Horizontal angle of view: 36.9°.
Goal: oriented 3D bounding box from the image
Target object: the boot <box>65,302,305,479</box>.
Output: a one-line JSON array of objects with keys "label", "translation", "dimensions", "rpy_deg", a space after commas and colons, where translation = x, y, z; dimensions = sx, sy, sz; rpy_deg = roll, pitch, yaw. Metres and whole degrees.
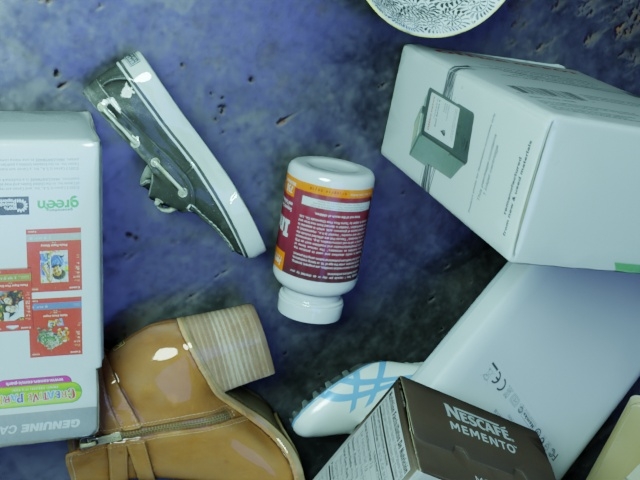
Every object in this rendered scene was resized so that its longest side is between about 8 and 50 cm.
[{"label": "boot", "translation": [-0.137, 0.214, 0.954], "dimensions": [0.220, 0.109, 0.284], "rpy_deg": [-18, 115, -10]}]

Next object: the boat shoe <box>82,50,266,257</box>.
[{"label": "boat shoe", "translation": [-0.131, -0.064, 0.878], "dimensions": [0.070, 0.078, 0.219], "rpy_deg": [-36, 108, -4]}]

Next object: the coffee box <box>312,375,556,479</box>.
[{"label": "coffee box", "translation": [0.067, 0.289, 0.900], "dimensions": [0.168, 0.119, 0.297], "rpy_deg": [26, 117, -21]}]

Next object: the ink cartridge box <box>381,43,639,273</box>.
[{"label": "ink cartridge box", "translation": [0.207, -0.081, 0.863], "dimensions": [0.211, 0.289, 0.122], "rpy_deg": [5, 110, -20]}]

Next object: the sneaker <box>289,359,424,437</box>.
[{"label": "sneaker", "translation": [0.083, 0.172, 1.004], "dimensions": [0.237, 0.086, 0.085], "rpy_deg": [-9, 148, -25]}]

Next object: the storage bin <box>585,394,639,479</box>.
[{"label": "storage bin", "translation": [0.291, 0.327, 1.028], "dimensions": [0.262, 0.123, 0.260], "rpy_deg": [-20, 135, -47]}]

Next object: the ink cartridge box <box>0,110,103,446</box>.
[{"label": "ink cartridge box", "translation": [-0.345, 0.034, 0.808], "dimensions": [0.309, 0.130, 0.272], "rpy_deg": [-2, 109, -17]}]

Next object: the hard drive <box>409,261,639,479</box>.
[{"label": "hard drive", "translation": [0.242, 0.126, 1.023], "dimensions": [0.353, 0.047, 0.233], "rpy_deg": [-47, 121, -16]}]

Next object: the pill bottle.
[{"label": "pill bottle", "translation": [0.000, 0.000, 0.934], "dimensions": [0.086, 0.086, 0.152], "rpy_deg": [3, 107, -19]}]

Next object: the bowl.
[{"label": "bowl", "translation": [0.094, -0.274, 0.870], "dimensions": [0.170, 0.080, 0.170], "rpy_deg": [-6, 110, -17]}]
